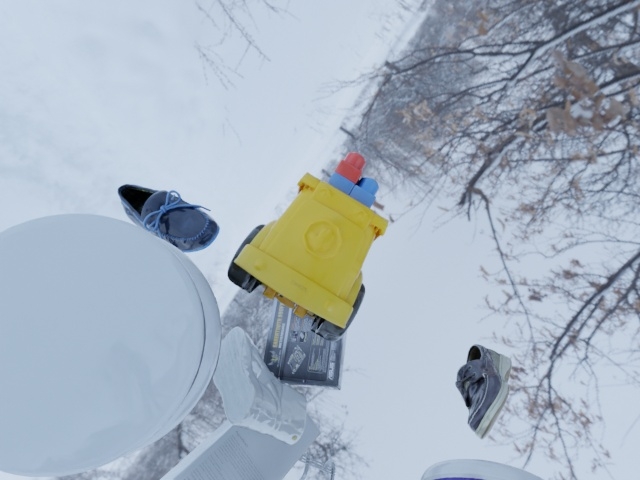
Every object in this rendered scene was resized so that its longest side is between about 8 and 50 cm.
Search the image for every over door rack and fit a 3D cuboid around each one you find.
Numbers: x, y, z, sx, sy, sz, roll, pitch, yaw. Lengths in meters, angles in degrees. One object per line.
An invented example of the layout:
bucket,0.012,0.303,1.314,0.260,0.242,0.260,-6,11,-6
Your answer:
over door rack,-0.067,0.810,1.356,0.108,0.239,0.324,-45,-155,27

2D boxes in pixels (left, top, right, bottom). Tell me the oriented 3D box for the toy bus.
toy bus,0.000,0.000,0.564,0.212,0.149,0.220,-61,179,-12

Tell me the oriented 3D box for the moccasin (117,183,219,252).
moccasin,-0.402,-0.060,1.103,0.138,0.341,0.117,-60,144,-25

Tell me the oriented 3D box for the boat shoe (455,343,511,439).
boat shoe,0.311,0.282,0.868,0.285,0.092,0.103,-21,137,-62

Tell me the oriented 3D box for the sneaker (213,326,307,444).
sneaker,-0.126,0.307,0.934,0.108,0.169,0.292,-50,-153,5

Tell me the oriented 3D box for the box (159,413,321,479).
box,-0.199,0.525,1.045,0.345,0.168,0.215,-31,170,-49

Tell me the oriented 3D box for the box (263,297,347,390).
box,-0.031,0.223,1.044,0.056,0.182,0.231,64,30,-62

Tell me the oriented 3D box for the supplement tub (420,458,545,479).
supplement tub,0.237,0.517,0.612,0.241,0.241,0.331,-54,-172,45

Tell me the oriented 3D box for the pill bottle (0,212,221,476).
pill bottle,-0.209,0.102,0.456,0.204,0.204,0.361,-57,-175,-19
